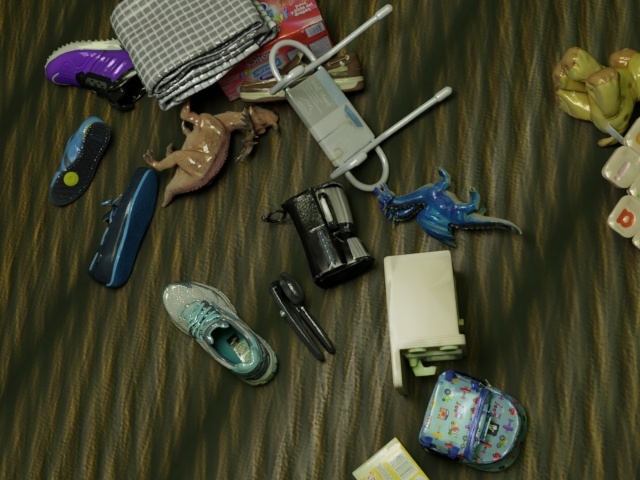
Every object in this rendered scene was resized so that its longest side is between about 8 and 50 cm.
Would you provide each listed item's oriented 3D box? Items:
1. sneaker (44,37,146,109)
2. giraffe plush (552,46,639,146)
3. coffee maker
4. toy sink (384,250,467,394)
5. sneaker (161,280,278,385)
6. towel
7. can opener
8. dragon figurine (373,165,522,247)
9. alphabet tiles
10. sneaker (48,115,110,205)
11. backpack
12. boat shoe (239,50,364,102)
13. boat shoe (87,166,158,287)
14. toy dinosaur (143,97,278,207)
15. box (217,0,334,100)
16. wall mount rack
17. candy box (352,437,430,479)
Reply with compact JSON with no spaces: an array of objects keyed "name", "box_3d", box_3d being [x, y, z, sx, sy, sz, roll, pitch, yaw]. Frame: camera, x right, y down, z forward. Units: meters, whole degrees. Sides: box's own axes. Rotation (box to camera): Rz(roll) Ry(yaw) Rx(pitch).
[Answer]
[{"name":"sneaker","box_3d":[-0.466,-0.354,1.867,0.293,0.102,0.146,-7,74,10]},{"name":"giraffe plush","box_3d":[0.563,-0.295,1.599,0.170,0.181,0.210,-37,78,-8]},{"name":"coffee maker","box_3d":[0.000,0.000,1.668,0.171,0.120,0.178,-31,67,28]},{"name":"toy sink","box_3d":[0.195,0.153,1.549,0.131,0.153,0.234,-6,72,10]},{"name":"sneaker","box_3d":[-0.202,0.162,1.648,0.283,0.122,0.110,35,84,19]},{"name":"towel","box_3d":[-0.256,-0.426,1.694,0.283,0.121,0.235,-33,62,2]},{"name":"can opener","box_3d":[-0.040,0.151,1.652,0.059,0.073,0.186,-29,79,-5]},{"name":"dragon figurine","box_3d":[0.238,-0.042,1.629,0.289,0.085,0.144,37,87,24]},{"name":"alphabet tiles","box_3d":[0.651,-0.093,1.535,0.284,0.021,0.278,36,84,-4]},{"name":"sneaker","box_3d":[-0.528,-0.174,1.857,0.082,0.069,0.209,29,91,51]},{"name":"backpack","box_3d":[0.273,0.323,1.503,0.173,0.117,0.158,21,80,14]},{"name":"boat shoe","box_3d":[-0.041,-0.340,1.760,0.257,0.095,0.095,-8,99,-4]},{"name":"boat shoe","box_3d":[-0.417,-0.036,1.764,0.089,0.109,0.258,15,76,20]},{"name":"toy dinosaur","box_3d":[-0.228,-0.182,1.760,0.200,0.127,0.296,29,88,11]},{"name":"box","box_3d":[-0.113,-0.416,1.790,0.256,0.128,0.123,-23,64,6]},{"name":"wall mount rack","box_3d":[0.076,-0.286,1.670,0.304,0.130,0.350,-40,97,-32]},{"name":"candy box","box_3d":[0.161,0.467,1.531,0.105,0.027,0.206,-40,70,2]}]
